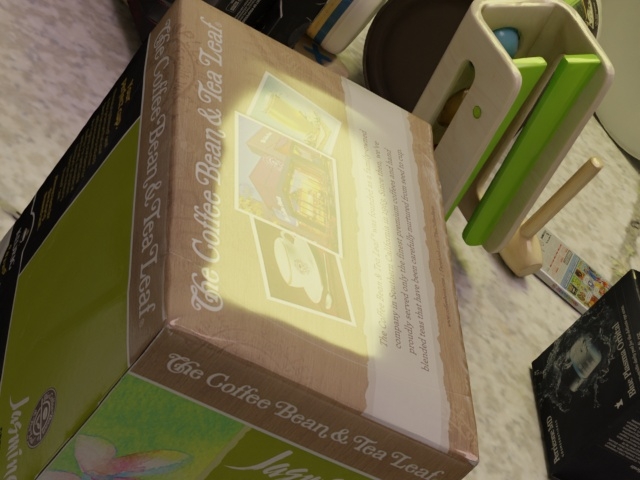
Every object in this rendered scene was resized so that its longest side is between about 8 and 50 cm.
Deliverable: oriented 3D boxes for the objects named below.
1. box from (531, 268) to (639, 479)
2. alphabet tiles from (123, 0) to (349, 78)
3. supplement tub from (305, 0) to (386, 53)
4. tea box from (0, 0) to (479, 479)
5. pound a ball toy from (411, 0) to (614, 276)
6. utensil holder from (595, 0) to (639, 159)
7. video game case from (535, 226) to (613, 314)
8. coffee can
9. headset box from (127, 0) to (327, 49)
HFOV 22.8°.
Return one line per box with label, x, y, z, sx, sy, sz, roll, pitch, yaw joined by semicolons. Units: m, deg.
box;0.293;0.142;1.525;0.093;0.158;0.156;27;34;-22
alphabet tiles;-0.101;-0.256;1.727;0.278;0.021;0.284;47;33;9
supplement tub;-0.013;-0.317;1.736;0.199;0.144;0.144;40;32;-2
tea box;-0.088;0.078;1.056;0.220;0.323;0.329;25;36;-23
pound a ball toy;0.177;-0.099;1.593;0.208;0.319;0.136;-8;54;-32
utensil holder;0.588;-0.246;2.156;0.385;0.327;0.328;-5;53;-45
video game case;0.280;0.041;1.771;0.122;0.011;0.087;40;32;0
coffee can;0.192;-0.229;1.829;0.201;0.201;0.275;43;32;4
headset box;-0.091;-0.287;1.550;0.110;0.218;0.293;12;42;-37
